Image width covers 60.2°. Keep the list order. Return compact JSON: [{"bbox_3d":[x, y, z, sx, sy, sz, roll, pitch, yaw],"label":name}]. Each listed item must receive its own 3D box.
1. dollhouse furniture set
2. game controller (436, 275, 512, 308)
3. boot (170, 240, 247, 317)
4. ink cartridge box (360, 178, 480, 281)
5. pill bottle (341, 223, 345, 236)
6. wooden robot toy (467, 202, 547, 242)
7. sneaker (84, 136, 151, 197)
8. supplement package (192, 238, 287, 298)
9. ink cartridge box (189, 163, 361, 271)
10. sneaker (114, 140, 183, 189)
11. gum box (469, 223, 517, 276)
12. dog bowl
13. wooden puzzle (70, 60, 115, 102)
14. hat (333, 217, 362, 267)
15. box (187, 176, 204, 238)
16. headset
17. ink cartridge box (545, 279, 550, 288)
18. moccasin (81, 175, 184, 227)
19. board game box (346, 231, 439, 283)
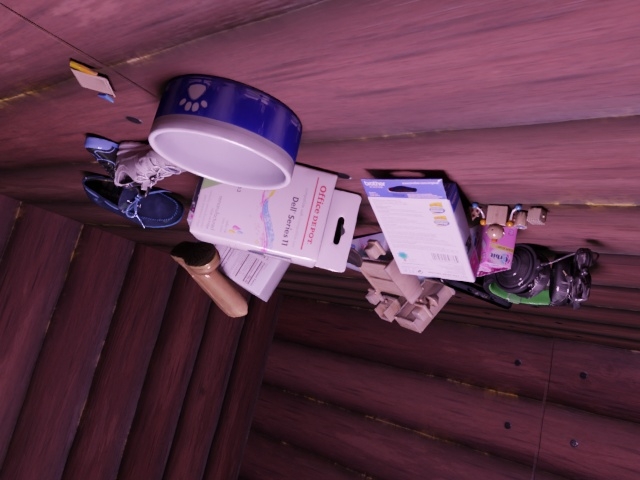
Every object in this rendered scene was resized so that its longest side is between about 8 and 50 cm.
[{"bbox_3d":[0.222,0.084,1.667,0.356,0.174,0.303,52,161,-20],"label":"dollhouse furniture set"},{"bbox_3d":[0.430,0.104,1.605,0.319,0.167,0.067,20,129,-29],"label":"game controller"},{"bbox_3d":[-0.291,0.121,1.599,0.236,0.089,0.270,16,147,53],"label":"boot"},{"bbox_3d":[0.222,-0.034,1.198,0.185,0.065,0.311,5,143,34],"label":"ink cartridge box"},{"bbox_3d":[0.000,0.000,1.696,0.103,0.103,0.184,22,166,-34],"label":"pill bottle"},{"bbox_3d":[0.386,-0.030,1.172,0.173,0.079,0.076,6,166,35],"label":"wooden robot toy"},{"bbox_3d":[-0.522,-0.188,1.445,0.081,0.091,0.232,6,166,32],"label":"sneaker"},{"bbox_3d":[-0.241,0.037,1.760,0.262,0.198,0.199,30,170,8],"label":"supplement package"},{"bbox_3d":[-0.088,-0.065,1.236,0.353,0.207,0.119,13,170,-3],"label":"ink cartridge box"},{"bbox_3d":[-0.388,-0.170,1.316,0.281,0.115,0.105,4,165,40],"label":"sneaker"},{"bbox_3d":[0.394,0.021,1.331,0.062,0.107,0.188,15,168,-7],"label":"gum box"},{"bbox_3d":[-0.170,-0.188,1.011,0.264,0.104,0.265,13,168,3],"label":"dog bowl"},{"bbox_3d":[-0.420,-0.295,1.024,0.078,0.014,0.116,21,167,-11],"label":"wooden puzzle"},{"bbox_3d":[-0.023,-0.038,1.480,0.331,0.134,0.331,18,170,3],"label":"hat"},{"bbox_3d":[-0.259,-0.082,1.461,0.142,0.164,0.247,16,168,-4],"label":"box"},{"bbox_3d":[0.562,0.115,1.387,0.243,0.185,0.394,14,159,-1],"label":"headset"},{"bbox_3d":[0.617,0.107,1.611,0.088,0.052,0.122,21,165,-30],"label":"ink cartridge box"},{"bbox_3d":[-0.605,-0.122,1.749,0.341,0.138,0.117,11,163,11],"label":"moccasin"},{"bbox_3d":[0.242,0.068,1.790,0.317,0.066,0.318,20,163,-27],"label":"board game box"}]
